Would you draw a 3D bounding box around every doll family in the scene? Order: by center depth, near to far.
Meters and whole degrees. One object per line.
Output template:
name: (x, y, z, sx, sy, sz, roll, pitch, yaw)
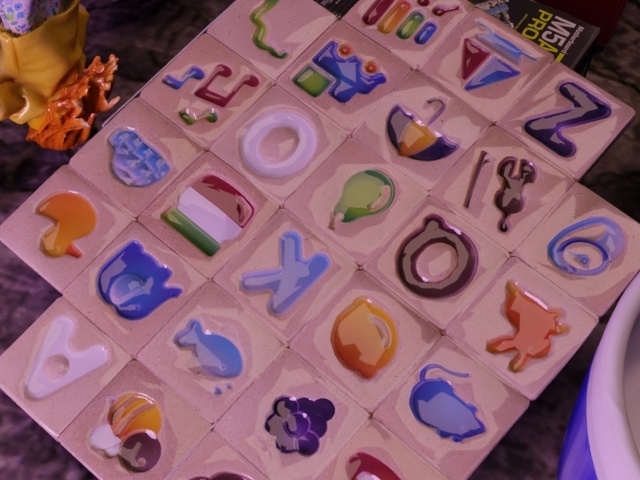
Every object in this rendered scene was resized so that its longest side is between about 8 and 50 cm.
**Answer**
doll family: (-0.204, -0.088, 0.665, 0.118, 0.163, 0.263, 35, 54, 27)

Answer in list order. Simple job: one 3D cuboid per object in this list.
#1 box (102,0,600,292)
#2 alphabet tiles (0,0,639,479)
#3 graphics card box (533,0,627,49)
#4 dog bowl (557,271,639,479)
box: (0.027, -0.085, 0.758, 0.216, 0.060, 0.270, 26, 52, 15)
alphabet tiles: (0.000, 0.000, 0.639, 0.285, 0.011, 0.342, 37, 73, 19)
graphics card box: (0.181, -0.345, 0.926, 0.233, 0.094, 0.371, 22, 63, 12)
dog bowl: (0.254, 0.117, 0.576, 0.265, 0.104, 0.264, 3, 49, -4)
